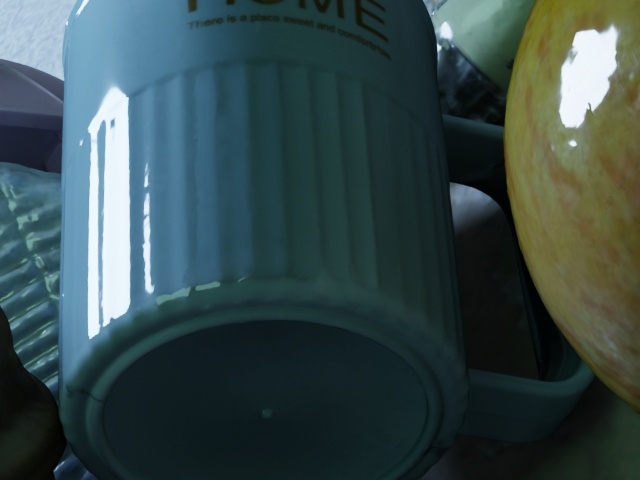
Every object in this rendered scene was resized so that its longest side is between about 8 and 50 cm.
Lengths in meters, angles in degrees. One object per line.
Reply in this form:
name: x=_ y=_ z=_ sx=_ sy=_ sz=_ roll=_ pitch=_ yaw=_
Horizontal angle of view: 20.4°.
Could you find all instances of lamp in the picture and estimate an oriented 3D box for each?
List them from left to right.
lamp: x=0.114 y=-0.131 z=1.314 sx=0.250 sy=0.101 sz=0.101 roll=-47 pitch=38 yaw=20

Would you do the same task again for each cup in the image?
cup: x=-0.017 y=0.008 z=1.146 sx=0.257 sy=0.331 sz=0.311 roll=-33 pitch=41 yaw=29

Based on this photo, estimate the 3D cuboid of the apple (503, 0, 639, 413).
apple: x=0.288 y=-0.062 z=0.876 sx=0.400 sy=0.400 sz=0.333 roll=-30 pitch=39 yaw=20

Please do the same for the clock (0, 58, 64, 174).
clock: x=-0.286 y=-0.018 z=1.452 sx=0.080 sy=0.290 sz=0.275 roll=51 pitch=126 yaw=38

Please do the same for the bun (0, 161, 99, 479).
bun: x=-0.239 y=0.117 z=1.298 sx=0.354 sy=0.194 sz=0.354 roll=0 pitch=77 yaw=-1

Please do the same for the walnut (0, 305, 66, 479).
walnut: x=-0.269 y=0.139 z=1.054 sx=0.227 sy=0.273 sz=0.273 roll=-34 pitch=40 yaw=34
